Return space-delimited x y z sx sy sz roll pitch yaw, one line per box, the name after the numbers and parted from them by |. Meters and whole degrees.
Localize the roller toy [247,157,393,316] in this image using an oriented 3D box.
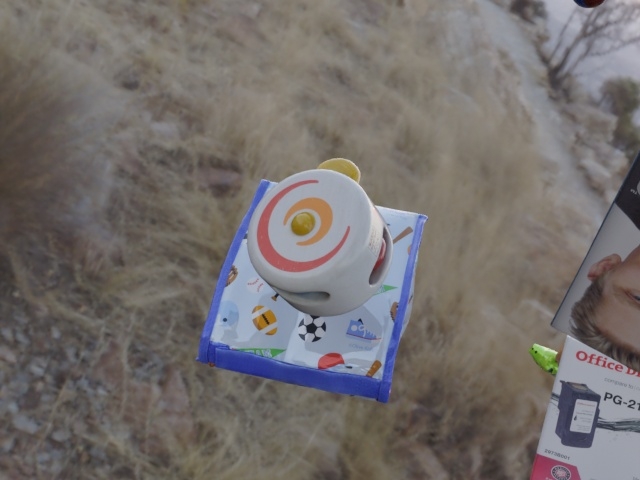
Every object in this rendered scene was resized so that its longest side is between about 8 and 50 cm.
0.000 0.000 1.370 0.191 0.209 0.146 57 4 33 | roller toy

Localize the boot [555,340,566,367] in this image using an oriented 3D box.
0.475 0.155 1.574 0.072 0.197 0.152 61 2 6 | boot

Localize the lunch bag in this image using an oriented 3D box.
-0.008 0.109 1.639 0.328 0.238 0.385 10 37 6 | lunch bag

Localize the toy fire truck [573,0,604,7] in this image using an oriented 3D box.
0.305 -0.429 1.175 0.254 0.169 0.302 48 45 -31 | toy fire truck

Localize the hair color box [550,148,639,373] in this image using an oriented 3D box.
0.343 -0.009 0.828 0.174 0.347 0.105 29 55 16 | hair color box

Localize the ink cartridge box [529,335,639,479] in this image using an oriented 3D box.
0.413 0.256 1.361 0.172 0.237 0.100 15 12 18 | ink cartridge box

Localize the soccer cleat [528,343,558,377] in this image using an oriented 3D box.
0.483 0.252 1.899 0.179 0.060 0.072 32 8 -39 | soccer cleat
